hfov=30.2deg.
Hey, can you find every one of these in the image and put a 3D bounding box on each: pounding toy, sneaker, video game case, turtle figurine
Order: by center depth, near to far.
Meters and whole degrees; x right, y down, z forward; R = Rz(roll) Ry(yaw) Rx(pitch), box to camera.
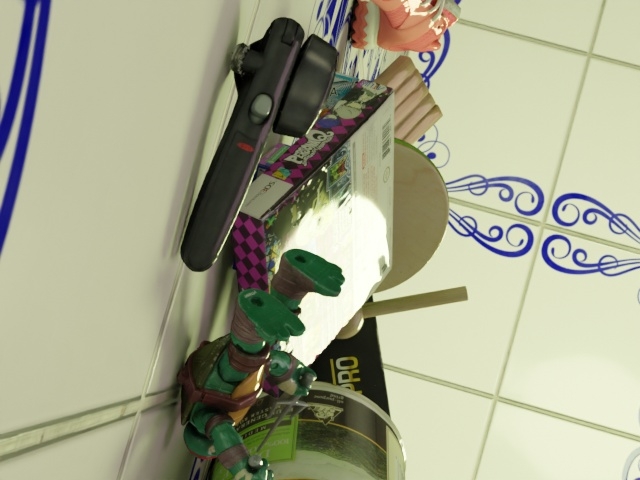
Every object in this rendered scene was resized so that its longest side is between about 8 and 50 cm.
[{"bbox_3d":[-0.058,0.123,0.964,0.175,0.118,0.234,-74,-175,-54],"label":"turtle figurine"},{"bbox_3d":[0.000,0.000,1.097,0.210,0.042,0.232,-47,149,-36],"label":"video game case"},{"bbox_3d":[0.045,-0.024,1.285,0.110,0.183,0.237,-109,180,-59],"label":"pounding toy"},{"bbox_3d":[0.115,-0.321,1.493,0.314,0.136,0.116,83,22,-79],"label":"sneaker"}]

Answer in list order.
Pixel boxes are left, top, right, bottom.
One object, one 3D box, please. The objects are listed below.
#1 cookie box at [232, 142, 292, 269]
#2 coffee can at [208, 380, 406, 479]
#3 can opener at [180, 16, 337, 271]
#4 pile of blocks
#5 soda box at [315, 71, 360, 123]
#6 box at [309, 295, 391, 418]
[{"bbox_3d":[-0.043,-0.029,1.116,0.092,0.040,0.107,-54,159,-70],"label":"cookie box"},{"bbox_3d":[-0.017,0.289,1.092,0.275,0.201,0.201,-86,-172,-62],"label":"coffee can"},{"bbox_3d":[-0.050,-0.065,0.806,0.059,0.073,0.186,141,-25,-83],"label":"can opener"},{"bbox_3d":[0.023,-0.080,1.589,0.112,0.149,0.362,21,-94,51],"label":"pile of blocks"},{"bbox_3d":[0.011,-0.144,1.262,0.183,0.063,0.058,-22,129,-85],"label":"soda box"},{"bbox_3d":[0.031,0.248,1.493,0.395,0.097,0.318,95,-13,-70],"label":"box"}]
